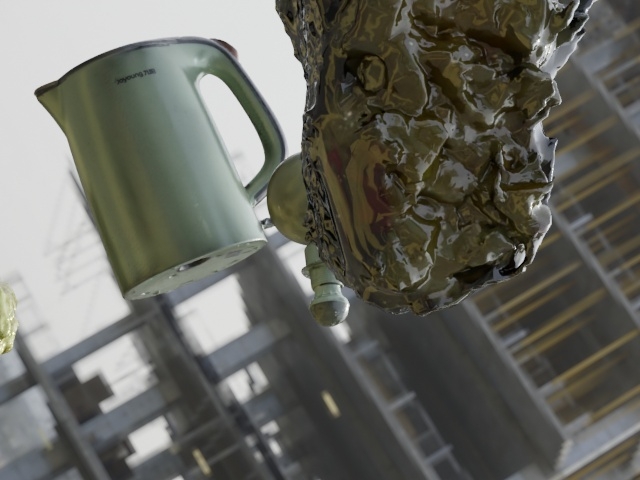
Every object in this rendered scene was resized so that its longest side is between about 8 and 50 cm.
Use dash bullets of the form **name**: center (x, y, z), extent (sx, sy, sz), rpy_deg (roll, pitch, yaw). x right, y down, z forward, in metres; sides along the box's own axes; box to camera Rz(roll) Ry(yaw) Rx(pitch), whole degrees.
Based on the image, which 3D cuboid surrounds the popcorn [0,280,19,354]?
- **popcorn**: center (-0.491, 0.081, 1.759), extent (0.251, 0.237, 0.206), rpy_deg (53, 27, -11)

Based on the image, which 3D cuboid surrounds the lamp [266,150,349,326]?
- **lamp**: center (0.000, 0.000, 1.355), extent (0.091, 0.091, 0.163), rpy_deg (93, -8, -66)

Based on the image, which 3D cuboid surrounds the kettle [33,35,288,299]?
- **kettle**: center (-0.154, -0.090, 1.628), extent (0.165, 0.240, 0.255), rpy_deg (127, -58, -71)

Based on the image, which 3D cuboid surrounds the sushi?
- **sushi**: center (0.059, -0.073, 0.701), extent (0.115, 0.147, 0.212), rpy_deg (-173, -97, -79)
